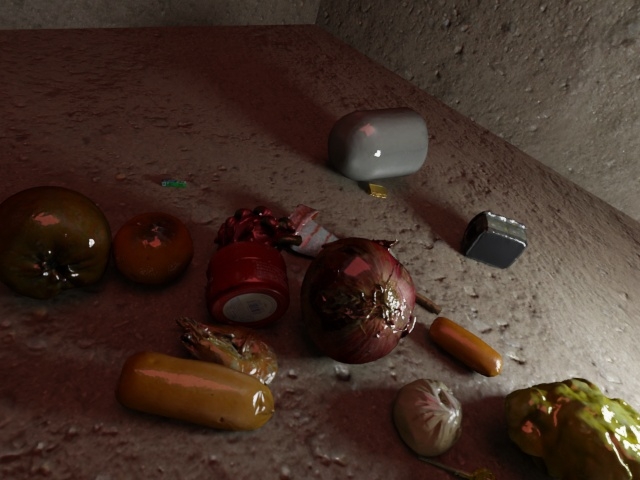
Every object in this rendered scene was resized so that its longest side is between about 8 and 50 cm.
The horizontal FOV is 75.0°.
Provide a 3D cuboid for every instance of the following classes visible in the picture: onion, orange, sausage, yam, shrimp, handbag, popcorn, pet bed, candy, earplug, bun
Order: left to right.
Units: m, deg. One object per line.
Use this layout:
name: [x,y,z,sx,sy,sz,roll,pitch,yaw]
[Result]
orange: [-0.470,0.015,1.175,0.223,0.170,0.224,15,42,-14]
sausage: [-0.269,0.344,0.943,0.353,0.116,0.134,14,62,-9]
shrimp: [-0.235,0.266,1.051,0.294,0.062,0.154,35,45,-13]
onion: [0.108,0.154,1.140,0.353,0.354,0.354,12,42,-10]
earplug: [0.226,-0.417,1.835,0.393,0.313,0.313,-13,51,-29]
handbag: [0.250,-0.216,1.830,0.083,0.027,0.061,11,41,-13]
yam: [0.345,0.202,1.416,0.145,0.032,0.032,33,42,13]
bun: [0.289,0.439,1.065,0.192,0.128,0.179,-2,44,-27]
candy: [0.334,0.562,1.018,0.193,0.062,0.058,17,85,9]
sausage: [0.444,0.326,1.279,0.238,0.098,0.098,33,42,17]
pet bed: [0.695,-0.014,1.677,0.210,0.183,0.159,19,43,-3]
popcorn: [0.649,0.486,1.035,0.334,0.292,0.294,19,67,46]

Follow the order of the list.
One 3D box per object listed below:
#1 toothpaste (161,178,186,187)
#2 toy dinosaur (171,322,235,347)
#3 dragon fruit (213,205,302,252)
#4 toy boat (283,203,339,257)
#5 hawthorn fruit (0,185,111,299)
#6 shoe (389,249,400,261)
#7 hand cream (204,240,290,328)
toothpaste: [-0.529,-0.205,1.503,0.083,0.020,0.017,2,40,-21]
toy dinosaur: [-0.294,0.238,1.111,0.162,0.039,0.126,38,36,14]
dragon fruit: [-0.196,-0.009,1.250,0.198,0.272,0.219,35,44,-19]
toy boat: [0.000,0.000,1.471,0.282,0.096,0.206,34,48,-3]
hawthorn fruit: [-0.681,-0.014,1.066,0.267,0.268,0.301,-9,47,-30]
shoe: [0.170,0.088,1.413,0.098,0.103,0.274,42,44,21]
hand cream: [-0.195,0.126,1.131,0.230,0.230,0.150,2,46,-20]
